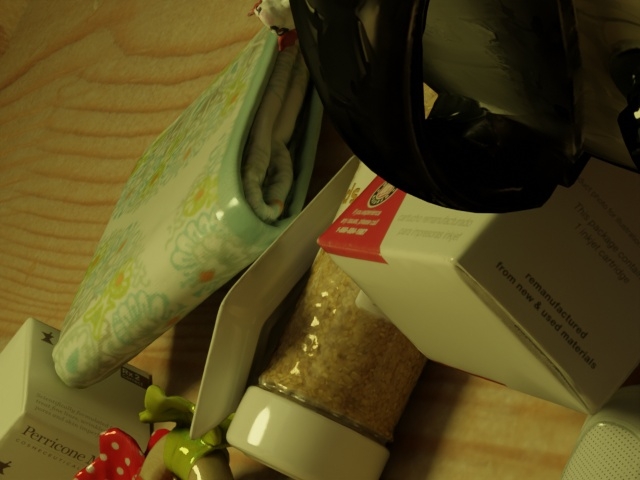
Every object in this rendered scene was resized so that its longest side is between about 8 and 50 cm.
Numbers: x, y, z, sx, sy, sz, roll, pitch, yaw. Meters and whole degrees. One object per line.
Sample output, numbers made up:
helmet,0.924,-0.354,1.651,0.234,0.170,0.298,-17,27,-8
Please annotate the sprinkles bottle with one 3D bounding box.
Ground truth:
sprinkles bottle,0.055,0.023,1.123,0.121,0.121,0.355,8,70,62

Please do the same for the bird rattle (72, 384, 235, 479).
bird rattle,-0.131,0.230,1.248,0.253,0.143,0.207,-42,48,39

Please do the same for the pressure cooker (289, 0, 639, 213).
pressure cooker,0.127,-0.211,0.564,0.420,0.370,0.375,-59,28,-8

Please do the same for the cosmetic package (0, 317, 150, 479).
cosmetic package,-0.289,0.212,1.507,0.183,0.151,0.151,-48,28,25

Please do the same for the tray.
tray,-0.025,0.045,1.191,0.270,0.030,0.145,-49,-20,-53

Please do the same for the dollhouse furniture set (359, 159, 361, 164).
dollhouse furniture set,0.076,-0.083,1.306,0.152,0.059,0.076,146,141,-76

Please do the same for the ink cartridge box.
ink cartridge box,0.169,-0.061,0.880,0.306,0.131,0.226,-49,16,-11

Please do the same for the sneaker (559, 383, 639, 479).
sneaker,0.109,0.211,0.727,0.137,0.210,0.365,-28,40,47

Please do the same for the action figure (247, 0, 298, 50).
action figure,0.051,-0.303,1.320,0.370,0.248,0.275,-28,40,42

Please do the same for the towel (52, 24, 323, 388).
towel,-0.120,-0.049,1.490,0.320,0.090,0.374,-42,20,36

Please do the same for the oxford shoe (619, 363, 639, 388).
oxford shoe,0.240,0.046,0.852,0.212,0.076,0.076,-34,66,38
